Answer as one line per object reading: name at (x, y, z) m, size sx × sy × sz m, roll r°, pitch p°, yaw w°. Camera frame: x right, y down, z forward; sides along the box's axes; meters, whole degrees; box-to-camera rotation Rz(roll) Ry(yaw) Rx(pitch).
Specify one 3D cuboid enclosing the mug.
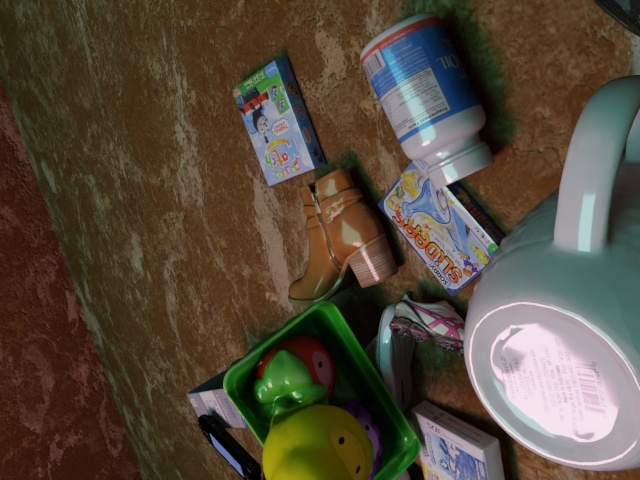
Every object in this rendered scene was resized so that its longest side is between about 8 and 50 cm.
mug at (0.304, 0.026, 0.569) m, size 0.276 × 0.328 × 0.374 m, roll 13°, pitch 120°, yaw 44°

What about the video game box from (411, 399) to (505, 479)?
video game box at (0.259, 0.425, 1.044) m, size 0.187 × 0.048 × 0.205 m, roll 15°, pitch 121°, yaw 60°

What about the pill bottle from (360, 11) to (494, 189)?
pill bottle at (0.155, -0.189, 0.787) m, size 0.124 × 0.124 × 0.221 m, roll -25°, pitch 92°, yaw 52°

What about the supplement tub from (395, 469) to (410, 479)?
supplement tub at (0.076, 0.626, 1.235) m, size 0.235 × 0.235 × 0.325 m, roll 32°, pitch 131°, yaw 34°

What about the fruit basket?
fruit basket at (0.008, 0.323, 0.970) m, size 0.392 × 0.283 × 0.392 m, roll 46°, pitch 159°, yaw 23°

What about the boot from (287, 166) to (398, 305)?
boot at (0.000, 0.000, 1.077) m, size 0.283 × 0.109 × 0.220 m, roll -24°, pitch 92°, yaw 50°

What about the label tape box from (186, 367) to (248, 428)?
label tape box at (-0.131, 0.331, 1.305) m, size 0.333 × 0.240 × 0.106 m, roll -27°, pitch 89°, yaw 52°

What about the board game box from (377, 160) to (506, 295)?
board game box at (0.194, -0.027, 0.902) m, size 0.201 × 0.035 × 0.136 m, roll 52°, pitch 140°, yaw 15°

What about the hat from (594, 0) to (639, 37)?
hat at (0.349, -0.315, 0.490) m, size 0.331 × 0.134 × 0.331 m, roll 27°, pitch 129°, yaw 38°

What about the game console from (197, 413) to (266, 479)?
game console at (-0.144, 0.515, 1.200) m, size 0.361 × 0.044 × 0.213 m, roll 33°, pitch 135°, yaw 33°

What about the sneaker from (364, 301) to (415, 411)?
sneaker at (0.121, 0.224, 1.076) m, size 0.091 × 0.094 × 0.258 m, roll 21°, pitch 126°, yaw 36°

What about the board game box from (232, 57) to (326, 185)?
board game box at (-0.085, -0.227, 1.108) m, size 0.160 × 0.039 × 0.211 m, roll -13°, pitch 101°, yaw 51°

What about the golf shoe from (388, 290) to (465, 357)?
golf shoe at (0.213, 0.141, 0.944) m, size 0.186 × 0.086 × 0.067 m, roll 18°, pitch 159°, yaw 18°
